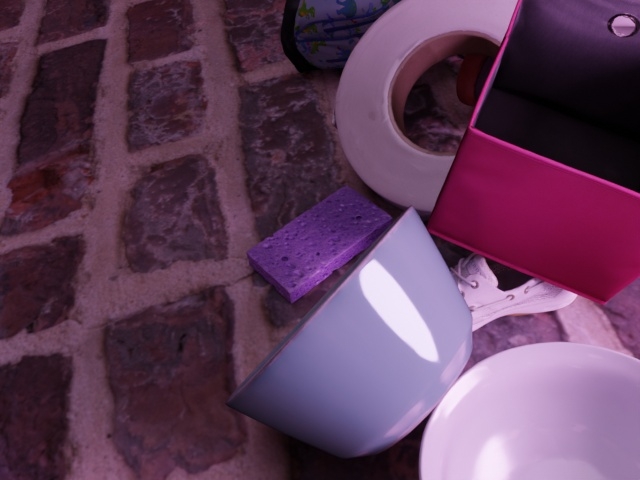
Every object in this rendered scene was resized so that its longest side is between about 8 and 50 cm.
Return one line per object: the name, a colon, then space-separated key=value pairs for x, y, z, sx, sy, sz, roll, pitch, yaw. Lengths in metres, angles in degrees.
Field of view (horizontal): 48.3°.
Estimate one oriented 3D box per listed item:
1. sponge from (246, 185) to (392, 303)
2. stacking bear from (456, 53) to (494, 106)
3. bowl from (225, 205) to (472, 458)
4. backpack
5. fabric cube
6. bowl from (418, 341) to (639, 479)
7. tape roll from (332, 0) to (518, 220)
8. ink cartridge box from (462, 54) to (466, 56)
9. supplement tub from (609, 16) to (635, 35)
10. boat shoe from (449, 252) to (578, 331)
sponge: x=0.000 y=0.000 z=1.113 sx=0.210 sy=0.031 sz=0.117 roll=-35 pitch=49 yaw=-21
stacking bear: x=0.385 y=-0.236 z=1.175 sx=0.164 sy=0.175 sz=0.289 roll=-41 pitch=58 yaw=-22
bowl: x=0.056 y=0.125 z=0.823 sx=0.163 sy=0.311 sz=0.311 roll=43 pitch=61 yaw=2
backpack: x=0.110 y=-0.465 z=1.347 sx=0.355 sy=0.273 sz=0.290 roll=17 pitch=80 yaw=28
fabric cube: x=0.302 y=-0.118 z=0.842 sx=0.254 sy=0.258 sz=0.259 roll=22 pitch=69 yaw=8
bowl: x=0.250 y=0.260 z=0.723 sx=0.298 sy=0.134 sz=0.298 roll=-6 pitch=45 yaw=6
tape roll: x=0.211 y=-0.219 z=1.120 sx=0.392 sy=0.072 sz=0.392 roll=-6 pitch=74 yaw=23
ink cartridge box: x=0.389 y=-0.494 z=1.439 sx=0.309 sy=0.130 sz=0.272 roll=-30 pitch=48 yaw=-16
supplement tub: x=0.576 y=-0.501 z=1.231 sx=0.235 sy=0.235 sz=0.325 roll=12 pitch=93 yaw=23
boat shoe: x=0.212 y=0.057 z=0.960 sx=0.277 sy=0.096 sz=0.098 roll=-15 pitch=44 yaw=-2
